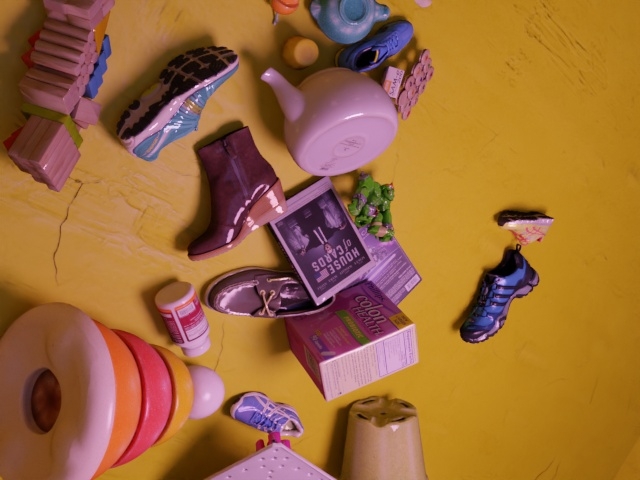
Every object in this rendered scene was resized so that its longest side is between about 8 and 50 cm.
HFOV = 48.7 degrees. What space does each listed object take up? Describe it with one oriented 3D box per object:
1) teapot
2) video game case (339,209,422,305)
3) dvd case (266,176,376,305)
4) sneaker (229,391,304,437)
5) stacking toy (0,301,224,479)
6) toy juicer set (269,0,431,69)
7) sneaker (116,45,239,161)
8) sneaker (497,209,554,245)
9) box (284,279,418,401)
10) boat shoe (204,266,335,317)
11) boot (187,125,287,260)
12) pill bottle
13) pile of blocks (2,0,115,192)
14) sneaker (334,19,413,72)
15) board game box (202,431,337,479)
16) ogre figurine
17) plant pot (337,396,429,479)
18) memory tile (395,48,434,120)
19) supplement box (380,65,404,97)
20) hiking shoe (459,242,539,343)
[{"bbox_3d":[0.031,-0.267,1.466,0.252,0.187,0.256,-20,156,-2],"label":"teapot"},{"bbox_3d":[0.129,0.078,1.771,0.196,0.026,0.274,-44,126,-10],"label":"video game case"},{"bbox_3d":[0.000,0.000,1.591,0.179,0.029,0.239,-33,100,-21],"label":"dvd case"},{"bbox_3d":[-0.125,0.427,1.720,0.211,0.081,0.080,21,99,-36],"label":"sneaker"},{"bbox_3d":[-0.381,0.312,1.424,0.479,0.350,0.351,14,102,-56],"label":"stacking toy"},{"bbox_3d":[0.041,-0.504,1.435,0.329,0.089,0.209,-30,111,-10],"label":"toy juicer set"},{"bbox_3d":[-0.264,-0.263,1.344,0.275,0.107,0.110,-43,146,-5],"label":"sneaker"},{"bbox_3d":[0.568,-0.029,1.974,0.208,0.081,0.094,2,111,-34],"label":"sneaker"},{"bbox_3d":[0.069,0.228,1.657,0.242,0.213,0.117,-19,122,-17],"label":"box"},{"bbox_3d":[-0.107,0.122,1.594,0.304,0.091,0.109,-3,111,-32],"label":"boat shoe"},{"bbox_3d":[-0.207,-0.096,1.463,0.248,0.090,0.207,-33,110,-12],"label":"boot"},{"bbox_3d":[-0.287,0.170,1.502,0.086,0.086,0.152,-28,123,-21],"label":"pill bottle"},{"bbox_3d":[-0.452,-0.273,1.214,0.112,0.149,0.362,18,90,6],"label":"pile of blocks"},{"bbox_3d":[0.132,-0.413,1.529,0.209,0.082,0.069,-31,122,-20],"label":"sneaker"},{"bbox_3d":[-0.144,0.629,1.708,0.389,0.050,0.390,-31,129,17],"label":"board game box"},{"bbox_3d":[0.120,-0.080,1.630,0.197,0.096,0.118,22,65,-37],"label":"ogre figurine"},{"bbox_3d":[0.166,0.565,1.878,0.276,0.276,0.254,-7,102,-30],"label":"plant pot"},{"bbox_3d":[0.216,-0.353,1.607,0.148,0.012,0.113,-59,157,-8],"label":"memory tile"},{"bbox_3d":[0.155,-0.349,1.557,0.036,0.098,0.062,15,104,-3],"label":"supplement box"},{"bbox_3d":[0.480,0.153,1.992,0.304,0.113,0.132,-46,116,-18],"label":"hiking shoe"}]
